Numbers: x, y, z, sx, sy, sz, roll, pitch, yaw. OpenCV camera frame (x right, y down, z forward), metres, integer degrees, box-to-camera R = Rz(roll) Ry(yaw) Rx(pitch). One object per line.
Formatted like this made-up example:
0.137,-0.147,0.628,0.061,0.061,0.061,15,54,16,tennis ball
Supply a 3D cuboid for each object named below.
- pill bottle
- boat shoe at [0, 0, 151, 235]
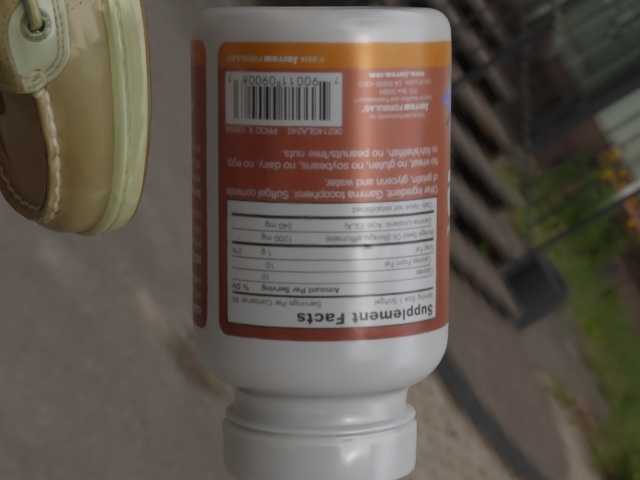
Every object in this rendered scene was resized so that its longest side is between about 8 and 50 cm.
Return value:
0.000,0.000,0.901,0.121,0.121,0.216,-42,133,-79,pill bottle
-0.139,-0.127,0.728,0.104,0.089,0.285,11,-59,51,boat shoe
